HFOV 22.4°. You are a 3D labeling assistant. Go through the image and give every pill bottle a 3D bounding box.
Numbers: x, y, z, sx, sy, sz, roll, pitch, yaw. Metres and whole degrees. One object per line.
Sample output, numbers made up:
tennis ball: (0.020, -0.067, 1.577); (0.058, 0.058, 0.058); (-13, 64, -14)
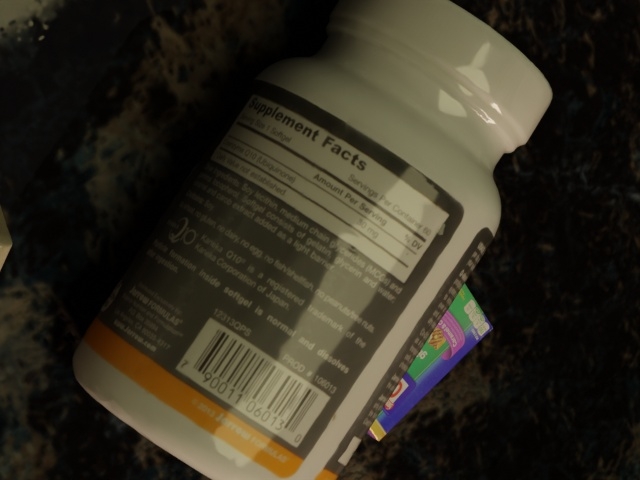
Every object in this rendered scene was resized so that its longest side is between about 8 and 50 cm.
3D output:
pill bottle: (0.000, 0.000, 0.897); (0.162, 0.162, 0.278); (37, 84, -36)

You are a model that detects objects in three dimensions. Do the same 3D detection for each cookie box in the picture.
cookie box: (0.043, 0.056, 1.017); (0.107, 0.040, 0.092); (-43, 124, -12)

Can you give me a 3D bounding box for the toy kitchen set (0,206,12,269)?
toy kitchen set: (-0.214, -0.090, 0.781); (0.166, 0.122, 0.207); (9, 121, -35)
